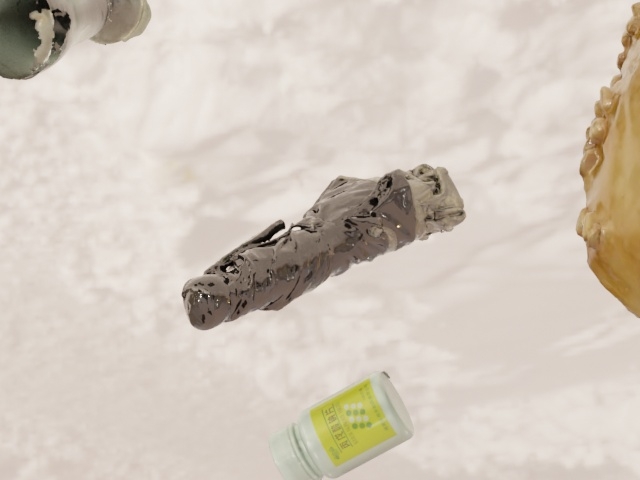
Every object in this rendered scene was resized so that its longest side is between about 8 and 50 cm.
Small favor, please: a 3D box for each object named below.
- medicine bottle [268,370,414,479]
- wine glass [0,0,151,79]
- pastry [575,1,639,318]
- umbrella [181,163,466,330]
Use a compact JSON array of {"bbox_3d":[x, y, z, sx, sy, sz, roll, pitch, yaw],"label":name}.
[{"bbox_3d":[0.013,0.119,0.738,0.083,0.047,0.047,-30,157,7],"label":"medicine bottle"},{"bbox_3d":[-0.173,-0.154,0.797,0.072,0.072,0.155,-12,-166,18],"label":"wine glass"},{"bbox_3d":[0.261,-0.046,0.693,0.162,0.255,0.311,22,172,47],"label":"pastry"},{"bbox_3d":[0.002,-0.003,1.259,0.357,0.106,0.113,-24,-175,-36],"label":"umbrella"}]
